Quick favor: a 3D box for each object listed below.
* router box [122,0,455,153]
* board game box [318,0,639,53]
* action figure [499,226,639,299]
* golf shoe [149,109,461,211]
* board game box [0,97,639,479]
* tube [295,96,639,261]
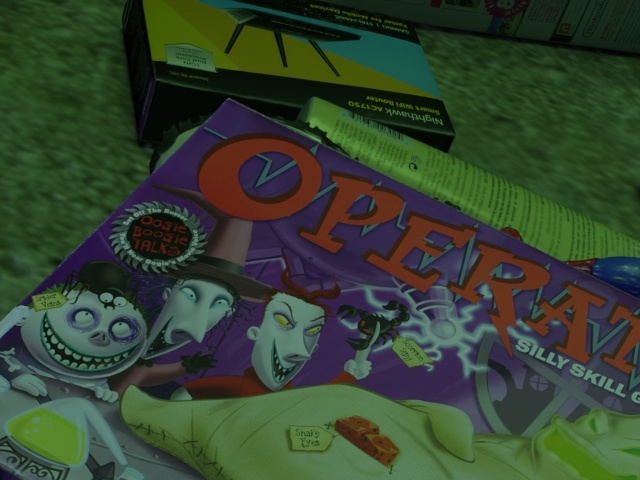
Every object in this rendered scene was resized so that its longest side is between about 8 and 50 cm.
[{"bbox_3d":[-0.022,-0.096,1.048,0.179,0.046,0.133,9,35,-18],"label":"router box"},{"bbox_3d":[0.151,-0.250,1.204,0.303,0.224,0.097,5,37,-23],"label":"board game box"},{"bbox_3d":[0.228,0.033,0.845,0.280,0.091,0.139,5,14,31],"label":"action figure"},{"bbox_3d":[0.000,0.000,0.893,0.198,0.077,0.094,22,33,4],"label":"golf shoe"},{"bbox_3d":[0.055,0.088,0.635,0.347,0.056,0.208,26,44,16],"label":"board game box"},{"bbox_3d":[0.092,-0.004,0.974,0.240,0.062,0.070,21,76,-7],"label":"tube"}]
